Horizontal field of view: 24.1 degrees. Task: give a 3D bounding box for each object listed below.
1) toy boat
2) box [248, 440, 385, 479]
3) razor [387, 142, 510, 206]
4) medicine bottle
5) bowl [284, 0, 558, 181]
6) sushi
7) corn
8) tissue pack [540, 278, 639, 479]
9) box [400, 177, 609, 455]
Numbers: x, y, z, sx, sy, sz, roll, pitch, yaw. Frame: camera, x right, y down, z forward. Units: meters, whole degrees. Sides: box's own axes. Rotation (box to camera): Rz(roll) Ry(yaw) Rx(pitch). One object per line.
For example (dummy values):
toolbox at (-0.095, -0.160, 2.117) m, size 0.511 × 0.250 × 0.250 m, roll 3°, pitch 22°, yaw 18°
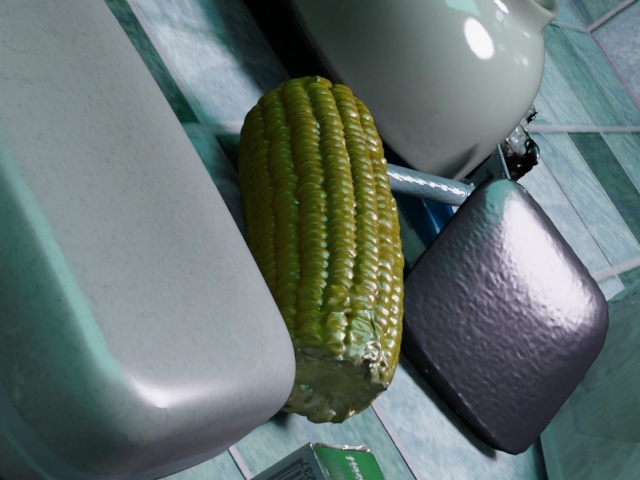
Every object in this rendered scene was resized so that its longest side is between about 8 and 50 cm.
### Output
toy boat at (0.072, -0.087, 1.561) m, size 0.096 × 0.062 × 0.299 m, roll 26°, pitch 35°, yaw -50°
box at (-0.001, 0.231, 0.851) m, size 0.081 × 0.135 × 0.199 m, roll 20°, pitch 41°, yaw -56°
razor at (0.085, -0.055, 1.433) m, size 0.232 × 0.068 × 0.106 m, roll 13°, pitch 47°, yaw -30°
medicine bottle at (-0.168, -0.033, 0.906) m, size 0.375 × 0.123 × 0.282 m, roll 59°, pitch 20°, yaw 12°
bowl at (0.121, -0.254, 1.545) m, size 0.354 × 0.185 × 0.354 m, roll 44°, pitch 27°, yaw -29°
sushi at (0.190, -0.140, 1.814) m, size 0.147 × 0.115 × 0.212 m, roll 44°, pitch 25°, yaw -17°
corn at (0.000, 0.000, 1.205) m, size 0.131 × 0.131 × 0.344 m, roll 40°, pitch 28°, yaw -33°
tissue pack at (0.414, 0.282, 1.541) m, size 0.405 × 0.205 × 0.332 m, roll 47°, pitch 19°, yaw -22°
box at (0.171, 0.071, 1.405) m, size 0.212 × 0.201 × 0.042 m, roll 47°, pitch -21°, yaw -18°
